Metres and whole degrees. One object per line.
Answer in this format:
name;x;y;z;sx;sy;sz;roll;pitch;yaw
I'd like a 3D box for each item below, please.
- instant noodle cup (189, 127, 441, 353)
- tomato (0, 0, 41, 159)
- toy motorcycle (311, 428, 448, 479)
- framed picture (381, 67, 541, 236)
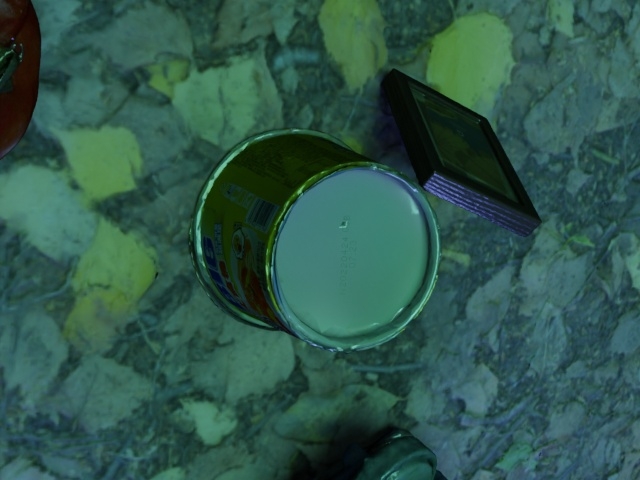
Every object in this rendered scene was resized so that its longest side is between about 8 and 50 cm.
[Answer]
instant noodle cup;0.000;0.000;0.676;0.205;0.153;0.204;-4;100;-23
tomato;-0.280;-0.130;0.531;0.187;0.152;0.187;-47;145;-48
toy motorcycle;0.031;0.345;0.738;0.319;0.182;0.241;-44;114;-12
framed picture;0.129;-0.086;0.716;0.128;0.168;0.023;22;125;-27
